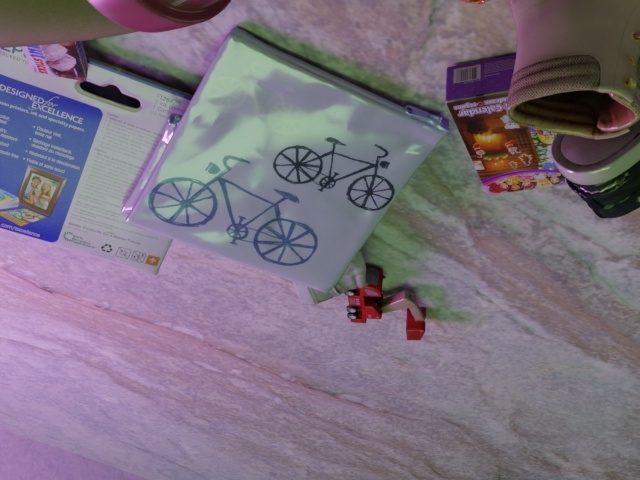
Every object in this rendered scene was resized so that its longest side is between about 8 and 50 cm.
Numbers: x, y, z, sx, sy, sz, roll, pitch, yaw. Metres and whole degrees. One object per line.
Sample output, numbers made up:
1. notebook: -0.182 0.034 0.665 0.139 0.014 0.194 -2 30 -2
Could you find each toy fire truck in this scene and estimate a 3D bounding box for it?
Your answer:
1. toy fire truck: 0.113 0.106 1.568 0.135 0.047 0.192 3 149 7

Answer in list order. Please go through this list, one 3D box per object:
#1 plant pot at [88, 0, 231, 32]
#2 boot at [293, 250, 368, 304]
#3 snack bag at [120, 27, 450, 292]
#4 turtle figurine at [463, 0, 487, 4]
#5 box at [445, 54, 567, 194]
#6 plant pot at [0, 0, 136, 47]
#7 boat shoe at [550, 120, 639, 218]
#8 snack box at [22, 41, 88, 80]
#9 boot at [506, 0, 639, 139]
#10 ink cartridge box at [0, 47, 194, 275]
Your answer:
1. plant pot: -0.096 -0.287 0.762 0.180 0.201 0.201 -3 150 37
2. boot: 0.000 0.000 1.391 0.123 0.095 0.258 -16 144 4
3. snack bag: -0.053 -0.093 1.198 0.323 0.037 0.343 21 128 -19
4. turtle figurine: 0.096 -0.305 0.827 0.269 0.087 0.217 23 146 -24
5. box: 0.315 -0.146 1.081 0.293 0.057 0.201 -7 147 23
6. plant pot: -0.286 -0.281 0.836 0.273 0.257 0.256 6 154 -31
7. boat shoe: 0.389 -0.136 0.896 0.340 0.127 0.113 -38 127 -2
8. snack box: -0.297 -0.215 1.020 0.064 0.022 0.178 9 173 -9
9. boot: 0.304 -0.194 0.853 0.261 0.204 0.095 1 150 14
10. ink cartridge box: -0.310 -0.116 1.228 0.303 0.072 0.307 19 123 -18
